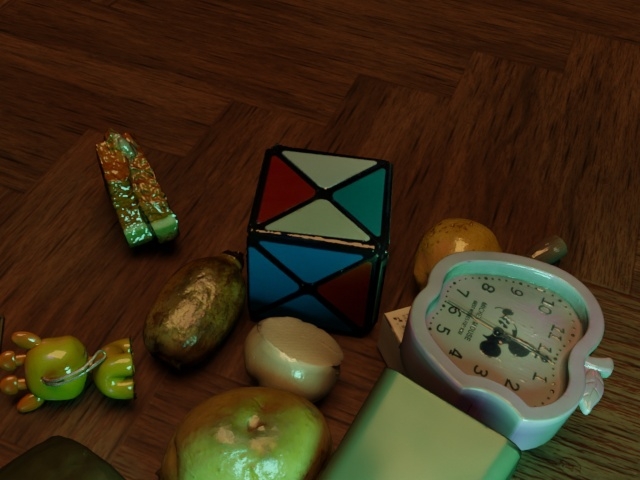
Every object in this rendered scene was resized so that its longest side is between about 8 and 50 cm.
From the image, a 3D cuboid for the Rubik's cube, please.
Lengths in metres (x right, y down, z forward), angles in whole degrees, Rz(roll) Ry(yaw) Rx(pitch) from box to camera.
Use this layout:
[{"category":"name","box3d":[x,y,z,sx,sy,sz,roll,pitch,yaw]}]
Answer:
[{"category":"Rubik's cube","box3d":[0.000,0.000,1.459,0.248,0.246,0.250,7,46,1]}]

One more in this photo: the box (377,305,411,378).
[{"category":"box","box3d":[0.240,0.226,1.355,0.195,0.111,0.260,-13,47,-17]}]

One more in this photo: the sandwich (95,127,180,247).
[{"category":"sandwich","box3d":[-0.378,-0.106,1.575,0.109,0.212,0.292,-26,66,-9]}]

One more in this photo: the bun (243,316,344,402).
[{"category":"bun","box3d":[-0.055,0.214,1.332,0.173,0.119,0.173,22,17,-7]}]

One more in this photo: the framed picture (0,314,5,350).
[{"category":"framed picture","box3d":[-0.618,0.196,1.379,0.109,0.011,0.149,-5,46,-10]}]

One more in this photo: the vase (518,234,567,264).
[{"category":"vase","box3d":[0.450,0.030,1.605,0.101,0.053,0.053,-26,53,-22]}]

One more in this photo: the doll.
[{"category":"doll","box3d":[-0.417,0.217,1.303,0.221,0.142,0.135,0,17,-13]}]

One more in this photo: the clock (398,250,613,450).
[{"category":"clock","box3d":[0.303,0.167,1.277,0.339,0.102,0.338,5,47,-5]}]

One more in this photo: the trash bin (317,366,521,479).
[{"category":"trash bin","box3d":[0.094,0.384,1.092,0.223,0.158,0.343,30,69,22]}]

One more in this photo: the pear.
[{"category":"pear","box3d":[0.261,0.047,1.508,0.178,0.178,0.178,2,46,-3]}]

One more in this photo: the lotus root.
[{"category":"lotus root","box3d":[-0.214,0.115,1.408,0.145,0.128,0.260,21,57,16]}]

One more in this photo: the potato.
[{"category":"potato","box3d":[-0.105,0.318,1.169,0.286,0.242,0.242,3,46,-6]}]

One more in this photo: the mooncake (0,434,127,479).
[{"category":"mooncake","box3d":[-0.292,0.420,0.954,0.356,0.356,0.194,31,53,23]}]
